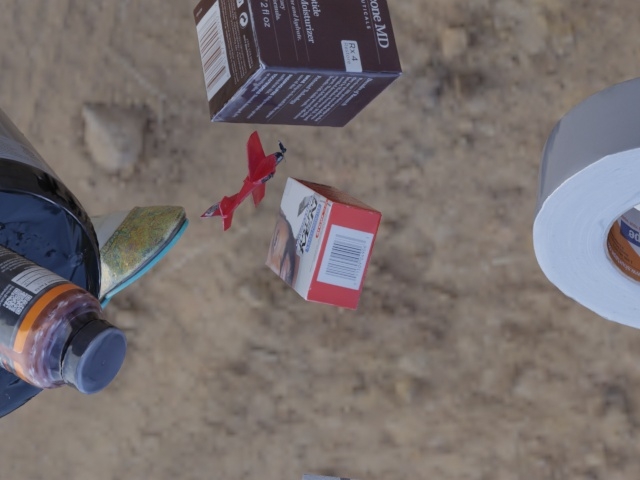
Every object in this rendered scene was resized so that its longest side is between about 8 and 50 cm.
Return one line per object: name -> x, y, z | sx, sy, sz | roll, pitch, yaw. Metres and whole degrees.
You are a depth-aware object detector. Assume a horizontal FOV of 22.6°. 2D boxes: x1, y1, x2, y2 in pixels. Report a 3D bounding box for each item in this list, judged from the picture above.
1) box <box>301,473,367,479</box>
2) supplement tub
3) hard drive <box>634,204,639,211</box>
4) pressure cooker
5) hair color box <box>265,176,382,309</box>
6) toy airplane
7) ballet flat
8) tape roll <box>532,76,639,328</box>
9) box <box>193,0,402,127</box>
box -> 0.066, 0.353, 1.879 | 0.186, 0.145, 0.038 | 8, 142, -6
supplement tub -> -0.282, 0.076, 1.543 | 0.198, 0.106, 0.106 | 27, 158, 26
hard drive -> 0.425, -0.019, 1.756 | 0.040, 0.203, 0.307 | -31, -176, -19
pressure cooker -> -0.489, -0.018, 1.886 | 0.375, 0.420, 0.370 | -30, 136, -16
hair color box -> 0.000, 0.000, 1.490 | 0.053, 0.093, 0.167 | 13, -174, -15
toy airplane -> -0.094, -0.072, 2.069 | 0.028, 0.151, 0.151 | 36, 152, 23
ballet flat -> -0.296, 0.029, 2.123 | 0.123, 0.123, 0.348 | 15, 148, -25
tape roll -> 0.267, -0.022, 1.175 | 0.219, 0.072, 0.219 | 7, 142, 6
box -> -0.034, -0.255, 2.060 | 0.203, 0.168, 0.167 | -1, 159, -28
